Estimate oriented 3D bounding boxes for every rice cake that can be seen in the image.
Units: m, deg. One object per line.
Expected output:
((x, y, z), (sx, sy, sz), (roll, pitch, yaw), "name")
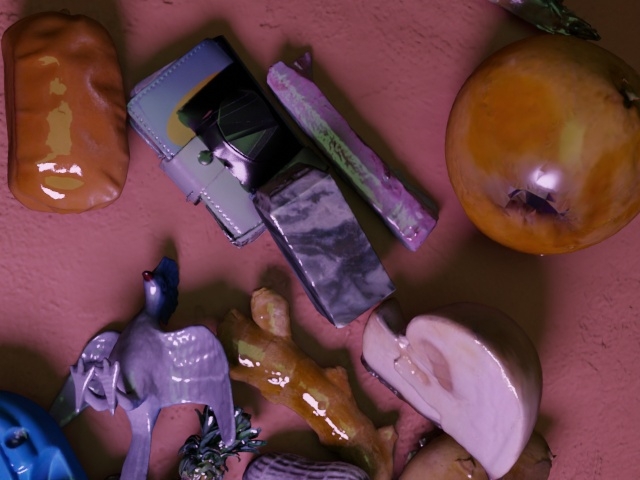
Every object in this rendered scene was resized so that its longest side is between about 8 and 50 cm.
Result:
((0.045, -0.115, 1.082), (0.081, 0.051, 0.290), (-42, 94, -19), "rice cake")

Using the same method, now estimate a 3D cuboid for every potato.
((0.175, 0.301, 1.038), (0.138, 0.098, 0.243), (39, 79, -21), "potato")

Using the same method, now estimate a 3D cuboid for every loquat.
((0.278, -0.115, 1.038), (0.263, 0.263, 0.263), (1, 86, -10), "loquat")

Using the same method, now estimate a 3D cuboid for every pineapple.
((-0.142, 0.290, 0.983), (0.103, 0.083, 0.221), (39, 73, -45), "pineapple")

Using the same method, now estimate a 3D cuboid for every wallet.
((-0.112, -0.120, 1.046), (0.170, 0.069, 0.231), (-39, 95, -16), "wallet")

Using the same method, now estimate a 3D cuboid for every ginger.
((-0.012, 0.194, 1.043), (0.118, 0.065, 0.299), (-41, 97, -3), "ginger")

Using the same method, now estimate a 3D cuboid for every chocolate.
((-0.017, 0.287, 1.005), (0.167, 0.072, 0.072), (4, 84, 22), "chocolate")

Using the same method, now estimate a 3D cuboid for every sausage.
((-0.295, -0.148, 0.986), (0.136, 0.120, 0.241), (-7, 87, -26), "sausage")

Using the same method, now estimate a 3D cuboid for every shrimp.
((0.279, -0.355, 1.143), (0.251, 0.052, 0.143), (38, 78, -5), "shrimp")

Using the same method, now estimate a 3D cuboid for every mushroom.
((0.183, 0.123, 1.011), (0.236, 0.173, 0.162), (40, 47, 18), "mushroom")

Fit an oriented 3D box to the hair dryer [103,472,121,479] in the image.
((-0.298, 0.288, 0.987), (0.181, 0.064, 0.117), (39, 80, 0), "hair dryer")

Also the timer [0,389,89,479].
((-0.378, 0.345, 0.904), (0.309, 0.115, 0.340), (-32, 81, -1), "timer")

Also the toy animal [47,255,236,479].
((-0.193, 0.149, 0.969), (0.239, 0.176, 0.255), (0, 93, 27), "toy animal")

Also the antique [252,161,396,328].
((0.000, 0.000, 1.020), (0.088, 0.086, 0.183), (-34, 111, -10), "antique")
